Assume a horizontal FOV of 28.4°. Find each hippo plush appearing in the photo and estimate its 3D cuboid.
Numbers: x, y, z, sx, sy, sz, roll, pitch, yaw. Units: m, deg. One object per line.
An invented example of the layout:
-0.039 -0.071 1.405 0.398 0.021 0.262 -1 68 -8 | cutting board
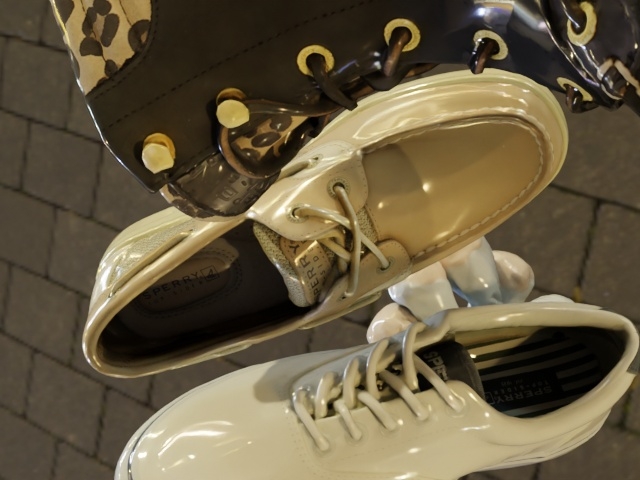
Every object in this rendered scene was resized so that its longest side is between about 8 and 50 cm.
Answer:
0.211 0.149 1.601 0.236 0.234 0.294 32 113 53 | hippo plush

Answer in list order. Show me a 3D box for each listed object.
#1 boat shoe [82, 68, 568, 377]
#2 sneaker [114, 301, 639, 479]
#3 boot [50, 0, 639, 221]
0.000 0.000 0.719 0.302 0.098 0.109 -22 113 15 | boat shoe
0.031 0.074 0.585 0.094 0.258 0.091 63 154 27 | sneaker
0.050 -0.087 0.532 0.284 0.138 0.377 -30 86 30 | boot
